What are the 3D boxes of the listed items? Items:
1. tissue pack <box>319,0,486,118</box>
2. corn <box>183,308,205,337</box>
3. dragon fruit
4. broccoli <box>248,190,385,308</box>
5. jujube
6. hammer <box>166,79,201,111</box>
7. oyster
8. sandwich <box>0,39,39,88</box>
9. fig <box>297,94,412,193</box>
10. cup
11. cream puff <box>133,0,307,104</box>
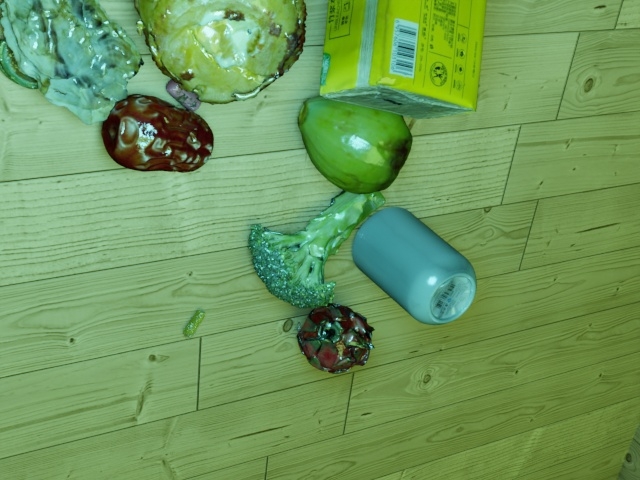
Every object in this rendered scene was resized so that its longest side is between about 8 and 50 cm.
[{"bbox_3d":[0.175,-0.460,1.743,0.293,0.228,0.381,7,89,-35],"label":"tissue pack"},{"bbox_3d":[-0.313,0.207,2.115,0.083,0.028,0.027,-54,152,11],"label":"corn"},{"bbox_3d":[0.035,0.251,2.226,0.193,0.192,0.274,-37,161,9],"label":"dragon fruit"},{"bbox_3d":[0.014,0.018,2.094,0.361,0.221,0.252,-25,94,-15],"label":"broccoli"},{"bbox_3d":[-0.329,-0.211,1.747,0.230,0.155,0.155,10,115,-46],"label":"jujube"},{"bbox_3d":[-0.283,-0.303,1.778,0.043,0.043,0.083,-45,131,3],"label":"hammer"},{"bbox_3d":[-0.467,-0.372,1.552,0.201,0.107,0.354,-38,117,-7],"label":"oyster"},{"bbox_3d":[-0.555,-0.323,1.608,0.135,0.029,0.067,28,104,-41],"label":"sandwich"},{"bbox_3d":[0.071,-0.234,1.929,0.271,0.239,0.239,30,104,-10],"label":"fig"},{"bbox_3d":[0.242,0.072,2.169,0.206,0.312,0.205,-16,125,-24],"label":"cup"},{"bbox_3d":[-0.180,-0.441,1.620,0.351,0.228,0.350,-3,135,-3],"label":"cream puff"}]
